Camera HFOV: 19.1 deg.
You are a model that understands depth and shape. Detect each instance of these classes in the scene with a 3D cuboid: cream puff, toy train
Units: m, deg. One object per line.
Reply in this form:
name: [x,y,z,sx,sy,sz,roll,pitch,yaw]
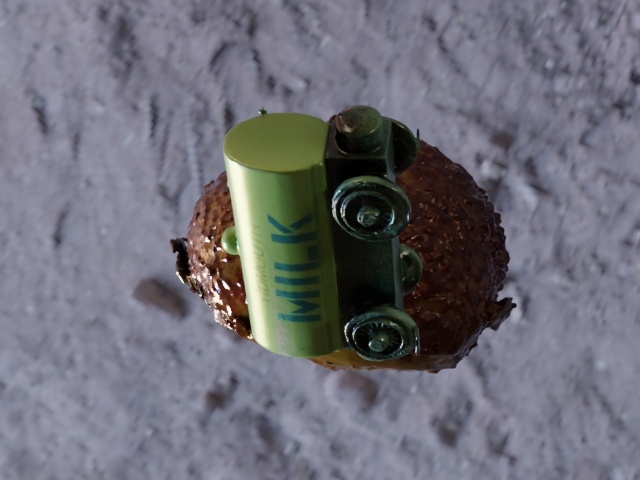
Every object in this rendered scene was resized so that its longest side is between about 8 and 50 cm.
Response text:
cream puff: [0.037,-0.003,1.891,0.350,0.350,0.229,20,104,8]
toy train: [0.000,0.000,1.487,0.157,0.105,0.253,1,135,8]
